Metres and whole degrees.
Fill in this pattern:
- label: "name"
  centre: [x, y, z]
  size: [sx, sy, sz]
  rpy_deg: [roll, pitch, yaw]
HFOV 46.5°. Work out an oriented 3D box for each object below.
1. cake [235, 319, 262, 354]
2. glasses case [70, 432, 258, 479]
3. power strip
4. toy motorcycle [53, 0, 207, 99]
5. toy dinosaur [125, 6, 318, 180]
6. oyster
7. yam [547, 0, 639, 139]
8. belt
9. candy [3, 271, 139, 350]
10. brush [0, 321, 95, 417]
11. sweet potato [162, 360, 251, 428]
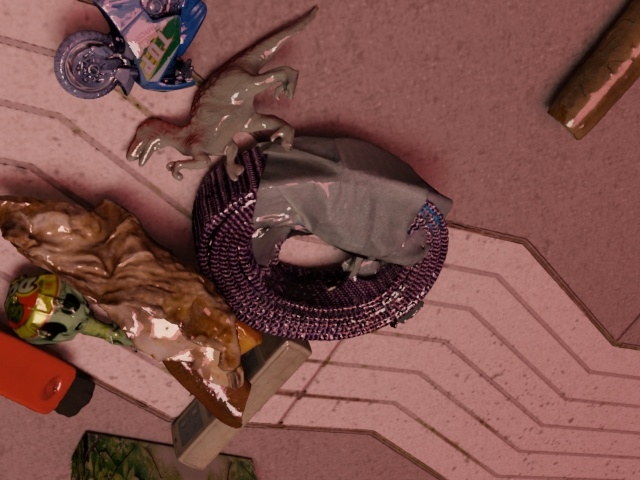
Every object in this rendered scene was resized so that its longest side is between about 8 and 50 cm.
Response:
- label: "cake"
  centre: [-0.111, 0.107, 0.966]
  size: [0.044, 0.084, 0.084]
  rpy_deg: [-38, 126, 7]
- label: "glasses case"
  centre: [-0.216, 0.349, 1.068]
  size: [0.272, 0.095, 0.062]
  rpy_deg: [20, 116, -30]
- label: "power strip"
  centre: [-0.115, 0.210, 1.030]
  size: [0.052, 0.078, 0.272]
  rpy_deg: [35, 104, -33]
- label: "toy motorcycle"
  centre: [-0.150, -0.235, 0.731]
  size: [0.135, 0.092, 0.254]
  rpy_deg: [27, 99, -42]
- label: "toy dinosaur"
  centre: [-0.094, -0.166, 0.815]
  size: [0.242, 0.167, 0.053]
  rpy_deg: [-65, 166, -2]
- label: "oyster"
  centre: [-0.204, 0.047, 0.828]
  size: [0.341, 0.166, 0.110]
  rpy_deg: [39, 68, -7]
- label: "yam"
  centre: [0.429, -0.287, 0.931]
  size: [0.083, 0.083, 0.371]
  rpy_deg: [34, 103, -34]
- label: "belt"
  centre: [0.000, 0.000, 0.920]
  size: [0.324, 0.122, 0.260]
  rpy_deg: [15, 121, -25]
- label: "candy"
  centre: [-0.250, 0.120, 0.931]
  size: [0.091, 0.083, 0.305]
  rpy_deg: [-24, 141, 32]
- label: "brush"
  centre: [-0.372, 0.133, 0.850]
  size: [0.070, 0.051, 0.323]
  rpy_deg: [-55, 141, -11]
- label: "sweet potato"
  centre: [-0.169, 0.133, 0.947]
  size: [0.077, 0.077, 0.244]
  rpy_deg: [-36, 98, 3]
